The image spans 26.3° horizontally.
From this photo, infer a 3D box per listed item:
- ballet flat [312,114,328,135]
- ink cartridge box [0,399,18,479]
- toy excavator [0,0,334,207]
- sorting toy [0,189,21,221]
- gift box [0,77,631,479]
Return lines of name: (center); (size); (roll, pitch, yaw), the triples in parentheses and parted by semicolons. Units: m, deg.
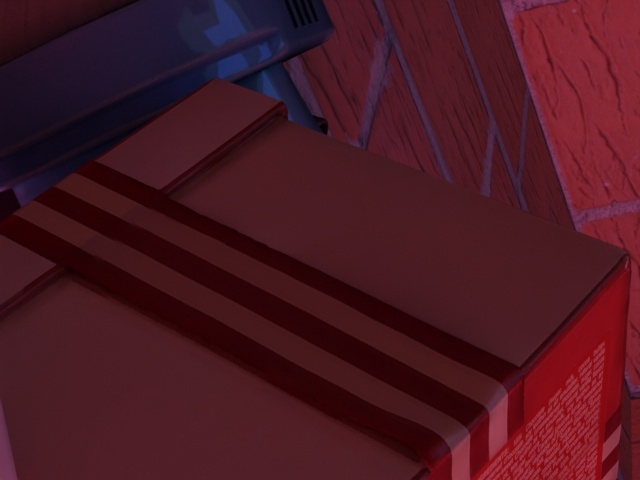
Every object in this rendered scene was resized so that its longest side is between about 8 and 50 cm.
ballet flat: (0.000, 0.000, 1.435); (0.095, 0.096, 0.280); (-34, 111, -69)
ink cartridge box: (-0.201, 0.167, 0.349); (0.279, 0.160, 0.385); (-23, 103, -66)
toy excavator: (-0.053, -0.028, 0.845); (0.433, 0.222, 0.445); (-53, 120, -77)
sorting toy: (-0.203, -0.015, 0.792); (0.127, 0.126, 0.365); (-68, 161, 6)
gift box: (-0.043, 0.119, 0.589); (0.255, 0.258, 0.276); (-35, 138, -39)
